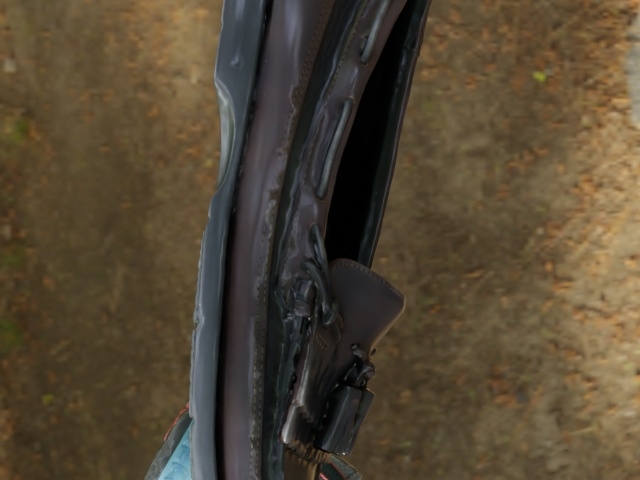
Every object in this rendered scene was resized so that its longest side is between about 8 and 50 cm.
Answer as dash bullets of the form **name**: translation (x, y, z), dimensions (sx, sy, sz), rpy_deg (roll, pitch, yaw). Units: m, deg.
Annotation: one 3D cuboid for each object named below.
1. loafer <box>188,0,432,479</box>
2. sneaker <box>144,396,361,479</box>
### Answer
- **loafer**: translation (0.000, 0.000, 0.689), dimensions (0.095, 0.109, 0.303), rpy_deg (1, 78, 9)
- **sneaker**: translation (-0.038, 0.188, 0.875), dimensions (0.125, 0.104, 0.262), rpy_deg (23, 144, 10)
